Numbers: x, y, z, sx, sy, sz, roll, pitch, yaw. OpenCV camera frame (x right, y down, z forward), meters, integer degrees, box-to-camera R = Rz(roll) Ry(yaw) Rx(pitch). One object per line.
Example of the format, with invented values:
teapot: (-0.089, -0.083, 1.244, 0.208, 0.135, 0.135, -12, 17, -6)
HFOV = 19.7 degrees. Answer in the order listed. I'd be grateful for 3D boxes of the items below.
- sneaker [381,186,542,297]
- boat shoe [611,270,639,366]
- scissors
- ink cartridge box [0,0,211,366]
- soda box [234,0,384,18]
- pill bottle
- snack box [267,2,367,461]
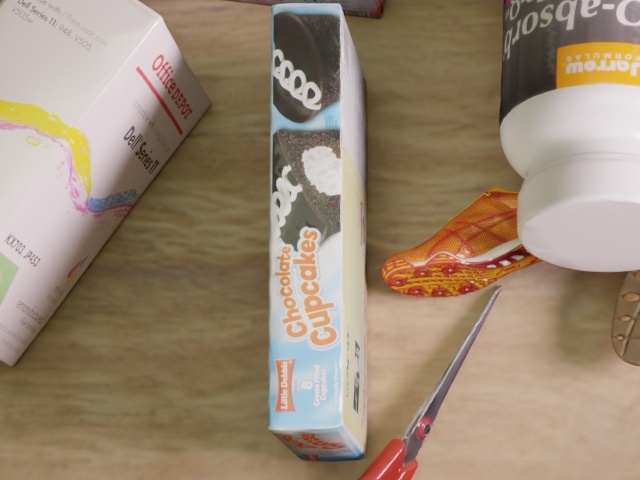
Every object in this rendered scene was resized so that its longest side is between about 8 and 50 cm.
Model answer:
sneaker: (0.130, -0.003, 1.485, 0.175, 0.064, 0.067, -19, 60, -5)
boat shoe: (0.282, 0.022, 1.452, 0.064, 0.060, 0.178, 20, 77, 19)
scissors: (0.071, 0.167, 1.456, 0.021, 0.109, 0.297, 15, 52, 38)
ink cartridge box: (-0.208, -0.089, 1.462, 0.119, 0.207, 0.353, 34, 83, 15)
soda box: (-0.034, -0.234, 1.554, 0.183, 0.058, 0.063, 8, 78, 8)
pill bottle: (0.220, -0.128, 1.423, 0.162, 0.162, 0.278, 1, 65, 7)
snack box: (0.000, 0.000, 1.427, 0.060, 0.187, 0.322, -2, 76, 7)
